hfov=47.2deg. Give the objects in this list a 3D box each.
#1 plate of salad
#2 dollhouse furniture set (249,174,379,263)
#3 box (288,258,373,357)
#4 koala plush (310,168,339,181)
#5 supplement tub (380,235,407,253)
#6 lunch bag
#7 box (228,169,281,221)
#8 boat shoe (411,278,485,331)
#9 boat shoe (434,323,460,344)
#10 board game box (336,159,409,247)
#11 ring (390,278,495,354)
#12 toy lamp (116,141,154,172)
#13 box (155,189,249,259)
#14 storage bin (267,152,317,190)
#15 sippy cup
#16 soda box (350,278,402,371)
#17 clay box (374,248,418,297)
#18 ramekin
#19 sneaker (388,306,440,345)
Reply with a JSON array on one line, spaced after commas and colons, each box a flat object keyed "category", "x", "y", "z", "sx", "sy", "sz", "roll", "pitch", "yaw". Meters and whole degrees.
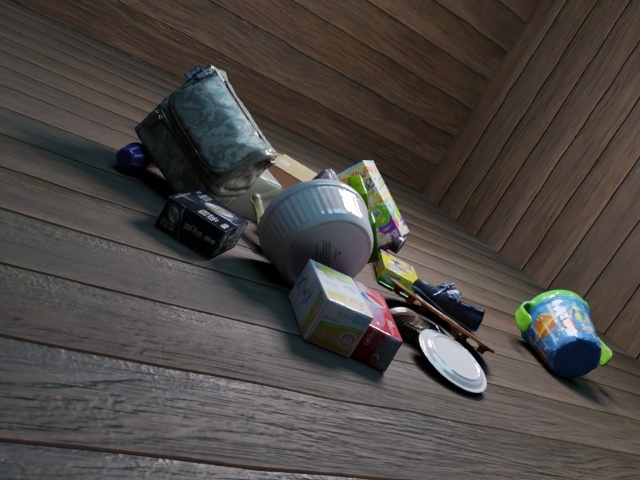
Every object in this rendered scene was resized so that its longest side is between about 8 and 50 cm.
[{"category": "plate of salad", "x": 0.311, "y": 0.292, "z": 1.749, "sx": 0.200, "sy": 0.048, "sz": 0.199, "roll": 29, "pitch": 25, "yaw": -15}, {"category": "dollhouse furniture set", "x": -0.017, "y": -0.034, "z": 1.920, "sx": 0.302, "sy": 0.151, "sz": 0.197, "roll": -12, "pitch": 49, "yaw": -4}, {"category": "box", "x": 0.018, "y": 0.141, "z": 1.550, "sx": 0.114, "sy": 0.103, "sz": 0.203, "roll": 25, "pitch": 14, "yaw": -19}, {"category": "koala plush", "x": 0.018, "y": -0.060, "z": 2.206, "sx": 0.221, "sy": 0.203, "sz": 0.196, "roll": 48, "pitch": 17, "yaw": -19}, {"category": "supplement tub", "x": 0.203, "y": -0.034, "z": 2.570, "sx": 0.198, "sy": 0.106, "sz": 0.106, "roll": 34, "pitch": 14, "yaw": 13}, {"category": "lunch bag", "x": -0.277, "y": -0.253, "z": 1.848, "sx": 0.305, "sy": 0.256, "sz": 0.212, "roll": 57, "pitch": 17, "yaw": 10}, {"category": "box", "x": -0.233, "y": -0.171, "z": 2.088, "sx": 0.149, "sy": 0.126, "sz": 0.232, "roll": 23, "pitch": 16, "yaw": -31}, {"category": "boat shoe", "x": 0.377, "y": 0.173, "z": 2.166, "sx": 0.258, "sy": 0.089, "sz": 0.109, "roll": 34, "pitch": -1, "yaw": -28}, {"category": "boat shoe", "x": 0.332, "y": 0.269, "z": 1.869, "sx": 0.152, "sy": 0.049, "sz": 0.056, "roll": 38, "pitch": 17, "yaw": 33}, {"category": "board game box", "x": 0.163, "y": -0.113, "z": 2.438, "sx": 0.275, "sy": 0.142, "sz": 0.144, "roll": 63, "pitch": 18, "yaw": 3}, {"category": "ring", "x": 0.322, "y": 0.210, "z": 1.982, "sx": 0.337, "sy": 0.032, "sz": 0.336, "roll": 36, "pitch": 1, "yaw": -1}, {"category": "toy lamp", "x": -0.446, "y": -0.218, "z": 1.914, "sx": 0.080, "sy": 0.080, "sz": 0.275, "roll": 32, "pitch": 12, "yaw": 6}, {"category": "box", "x": -0.264, "y": -0.040, "z": 1.657, "sx": 0.147, "sy": 0.077, "sz": 0.180, "roll": 33, "pitch": 13, "yaw": 6}, {"category": "storage bin", "x": -0.098, "y": -0.177, "z": 2.415, "sx": 0.260, "sy": 0.123, "sz": 0.262, "roll": 31, "pitch": 14, "yaw": 4}, {"category": "sippy cup", "x": 0.784, "y": 0.314, "z": 2.352, "sx": 0.306, "sy": 0.240, "sz": 0.224, "roll": -8, "pitch": 30, "yaw": 1}, {"category": "soda box", "x": 0.102, "y": 0.182, "z": 1.628, "sx": 0.092, "sy": 0.083, "sz": 0.263, "roll": 27, "pitch": 13, "yaw": -14}, {"category": "clay box", "x": 0.234, "y": 0.104, "z": 2.250, "sx": 0.127, "sy": 0.053, "sz": 0.222, "roll": 28, "pitch": 13, "yaw": -8}, {"category": "ramekin", "x": 0.000, "y": 0.000, "z": 1.713, "sx": 0.273, "sy": 0.273, "sz": 0.127, "roll": 21, "pitch": 27, "yaw": -35}, {"category": "sneaker", "x": 0.233, "y": 0.220, "z": 1.808, "sx": 0.188, "sy": 0.066, "sz": 0.071, "roll": 20, "pitch": 22, "yaw": -32}]
